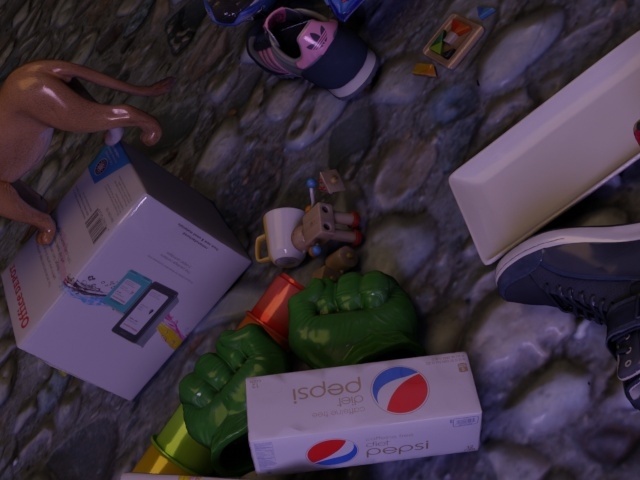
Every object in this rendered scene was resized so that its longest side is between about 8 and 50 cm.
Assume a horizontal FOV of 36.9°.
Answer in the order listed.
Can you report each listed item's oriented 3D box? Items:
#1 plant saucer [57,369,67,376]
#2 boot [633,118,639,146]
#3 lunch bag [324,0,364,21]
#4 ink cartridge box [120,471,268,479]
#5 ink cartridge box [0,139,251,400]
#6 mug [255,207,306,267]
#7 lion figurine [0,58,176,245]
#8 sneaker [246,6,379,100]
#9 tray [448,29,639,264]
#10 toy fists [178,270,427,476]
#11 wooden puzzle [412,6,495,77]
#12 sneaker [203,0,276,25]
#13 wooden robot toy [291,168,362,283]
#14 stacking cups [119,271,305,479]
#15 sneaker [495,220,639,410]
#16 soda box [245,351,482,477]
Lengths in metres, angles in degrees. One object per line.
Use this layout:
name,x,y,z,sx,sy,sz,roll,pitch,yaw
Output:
plant saucer,-0.411,0.101,1.570,0.188,0.045,0.188,-56,36,0
boot,0.369,-0.177,0.783,0.284,0.138,0.377,-46,56,1
lunch bag,0.091,-0.475,1.373,0.293,0.138,0.221,-36,24,10
ink cartridge box,-0.091,0.339,0.948,0.278,0.117,0.201,-10,67,44
ink cartridge box,-0.278,0.039,1.341,0.270,0.197,0.198,-49,37,8
mug,-0.045,0.003,1.237,0.078,0.062,0.064,125,147,-57
lion figurine,-0.395,-0.130,1.234,0.392,0.240,0.142,-44,38,12
sneaker,-0.043,-0.301,1.396,0.112,0.131,0.319,-57,36,-3
tray,0.261,-0.093,0.986,0.270,0.030,0.145,-38,39,22
toy fists,-0.026,0.128,1.033,0.279,0.096,0.142,-31,42,3
wooden puzzle,0.168,-0.256,1.227,0.116,0.014,0.078,-54,37,1
sneaker,-0.112,-0.405,1.536,0.330,0.130,0.147,-74,-6,-56
wooden robot toy,0.000,0.000,1.174,0.079,0.076,0.173,-35,49,45
stacking cups,-0.108,0.185,1.139,0.316,0.096,0.096,-54,37,-1
sneaker,0.243,0.070,0.834,0.226,0.086,0.163,-13,51,41
soda box,0.040,0.164,0.908,0.216,0.069,0.074,-6,47,-1
